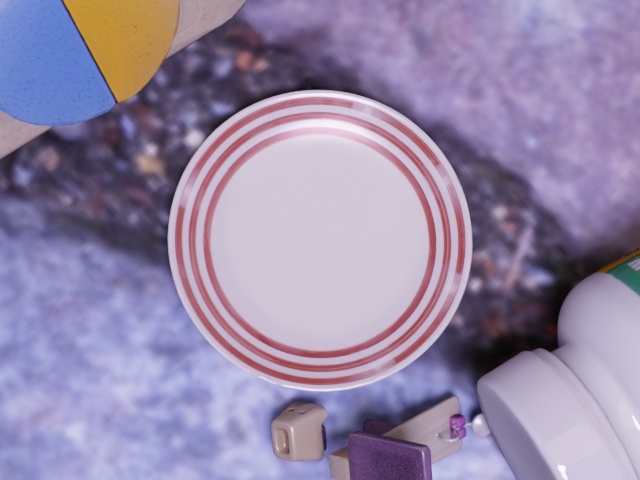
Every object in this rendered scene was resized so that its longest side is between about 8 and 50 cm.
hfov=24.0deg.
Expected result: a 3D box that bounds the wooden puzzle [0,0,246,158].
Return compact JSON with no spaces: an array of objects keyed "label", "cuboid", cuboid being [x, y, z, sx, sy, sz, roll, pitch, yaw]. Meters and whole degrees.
[{"label":"wooden puzzle","cuboid":[-0.182,-0.108,0.556,0.348,0.322,0.080,-37,56,-11]}]

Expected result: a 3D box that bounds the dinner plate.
[{"label":"dinner plate","cuboid":[0.000,0.000,0.700,0.141,0.017,0.141,1,80,-3]}]

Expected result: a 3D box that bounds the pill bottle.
[{"label":"pill bottle","cuboid":[0.178,0.047,0.654,0.208,0.117,0.118,-29,84,-8]}]

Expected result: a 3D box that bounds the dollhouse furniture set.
[{"label":"dollhouse furniture set","cuboid":[0.039,0.127,0.686,0.081,0.091,0.114,-19,108,-47]}]
